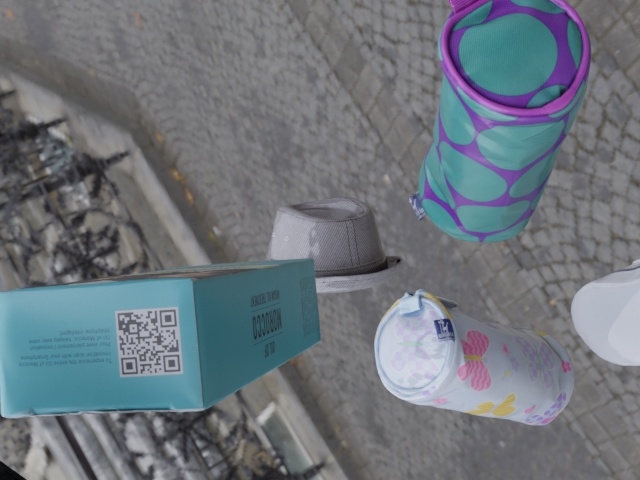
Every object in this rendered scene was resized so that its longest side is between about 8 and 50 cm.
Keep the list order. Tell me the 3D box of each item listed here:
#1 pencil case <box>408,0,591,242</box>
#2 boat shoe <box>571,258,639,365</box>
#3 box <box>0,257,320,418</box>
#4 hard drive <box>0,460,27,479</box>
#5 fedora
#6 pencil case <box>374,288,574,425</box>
[{"bbox_3d":[0.079,-0.052,0.437,0.070,0.064,0.151,58,171,18],"label":"pencil case"},{"bbox_3d":[0.340,0.045,0.902,0.096,0.088,0.267,60,157,14],"label":"boat shoe"},{"bbox_3d":[-0.075,0.046,0.535,0.244,0.100,0.060,-5,-90,-78],"label":"box"},{"bbox_3d":[-0.142,0.135,0.315,0.255,0.054,0.172,40,-164,-11],"label":"hard drive"},{"bbox_3d":[0.000,0.000,1.460,0.275,0.244,0.124,-161,65,-70],"label":"fedora"},{"bbox_3d":[0.184,0.142,1.097,0.113,0.273,0.124,-34,53,33],"label":"pencil case"}]
